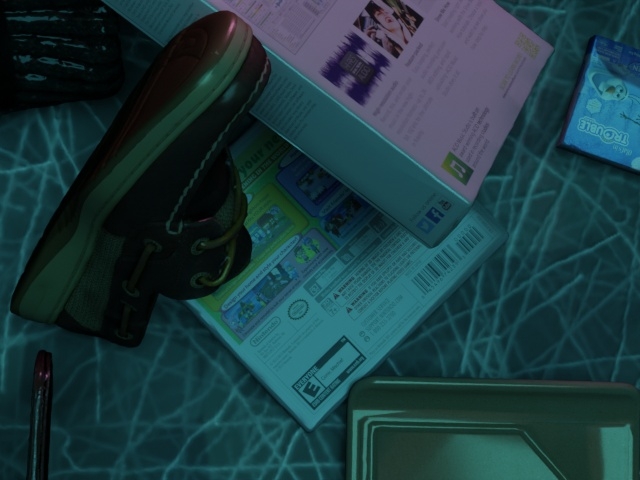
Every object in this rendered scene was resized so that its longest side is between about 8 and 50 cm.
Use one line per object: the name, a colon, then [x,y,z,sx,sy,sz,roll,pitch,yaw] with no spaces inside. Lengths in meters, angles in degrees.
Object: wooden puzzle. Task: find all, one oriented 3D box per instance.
wooden puzzle: [0.125,0.220,1.384,0.221,0.044,0.238,2,89,-8]

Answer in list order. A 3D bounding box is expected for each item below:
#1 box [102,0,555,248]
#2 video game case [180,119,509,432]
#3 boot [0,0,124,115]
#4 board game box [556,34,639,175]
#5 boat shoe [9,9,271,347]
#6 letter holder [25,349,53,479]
box: [-0.003,-0.162,1.306,0.322,0.058,0.232,38,38,-4]
video game case: [0.000,0.000,1.391,0.212,0.023,0.193,-44,92,-8]
boot: [-0.287,-0.219,1.263,0.260,0.131,0.348,-17,129,-6]
board game box: [0.236,-0.099,1.433,0.090,0.020,0.090,18,84,-6]
boat shoe: [-0.096,-0.022,1.240,0.123,0.342,0.123,30,49,-10]
letter holder: [-0.249,0.171,1.201,0.152,0.302,0.214,5,84,-7]
